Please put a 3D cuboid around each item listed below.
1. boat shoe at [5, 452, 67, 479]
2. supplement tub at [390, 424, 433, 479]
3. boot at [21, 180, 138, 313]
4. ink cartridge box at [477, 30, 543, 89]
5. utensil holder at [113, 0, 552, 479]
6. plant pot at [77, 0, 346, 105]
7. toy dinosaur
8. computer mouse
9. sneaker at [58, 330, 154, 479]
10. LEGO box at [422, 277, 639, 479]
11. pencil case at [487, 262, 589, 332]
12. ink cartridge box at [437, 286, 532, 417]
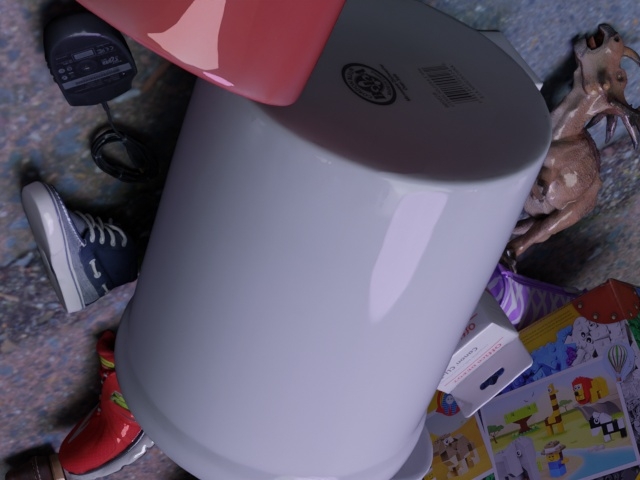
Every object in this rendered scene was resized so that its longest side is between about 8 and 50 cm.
[{"bbox_3d":[-0.336,0.334,1.525,0.073,0.073,0.207,-18,135,-13],"label":"boat shoe"},{"bbox_3d":[-0.024,0.333,1.596,0.235,0.235,0.325,7,130,-39],"label":"supplement tub"},{"bbox_3d":[-0.230,-0.006,1.210,0.086,0.069,0.190,-27,152,-17],"label":"boot"},{"bbox_3d":[0.146,-0.133,1.289,0.092,0.090,0.143,-5,137,-30],"label":"ink cartridge box"},{"bbox_3d":[0.000,0.000,1.156,0.327,0.328,0.386,-6,135,-29],"label":"utensil holder"},{"bbox_3d":[-0.065,-0.269,0.864,0.275,0.275,0.243,19,113,-46],"label":"plant pot"},{"bbox_3d":[0.283,-0.082,1.425,0.200,0.127,0.296,-26,149,-18],"label":"toy dinosaur"},{"bbox_3d":[-0.192,-0.127,1.116,0.071,0.041,0.242,-17,149,-4],"label":"computer mouse"},{"bbox_3d":[-0.214,0.153,1.396,0.118,0.107,0.279,35,107,-31],"label":"sneaker"},{"bbox_3d":[0.286,0.337,1.607,0.500,0.373,0.193,-36,147,32],"label":"LEGO box"},{"bbox_3d":[0.272,0.083,1.631,0.206,0.086,0.088,13,134,-43],"label":"pencil case"},{"bbox_3d":[0.151,0.097,1.471,0.115,0.198,0.067,-44,142,17],"label":"ink cartridge box"}]
